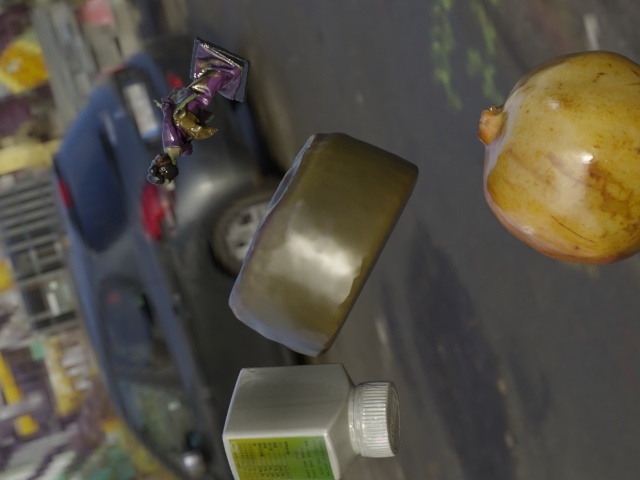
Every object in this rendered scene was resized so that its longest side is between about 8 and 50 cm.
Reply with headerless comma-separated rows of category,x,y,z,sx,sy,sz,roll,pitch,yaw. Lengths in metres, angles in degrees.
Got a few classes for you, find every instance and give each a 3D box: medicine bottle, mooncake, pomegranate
medicine bottle,-0.007,0.210,1.944,0.132,0.188,0.088,-75,-23,-53
mooncake,0.000,0.000,2.105,0.155,0.284,0.284,29,166,1
pomegranate,0.315,-0.103,2.025,0.264,0.264,0.264,163,90,-81

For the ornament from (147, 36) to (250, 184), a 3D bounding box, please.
ornament,-0.167,-0.144,2.080,0.081,0.088,0.203,96,-162,-62
